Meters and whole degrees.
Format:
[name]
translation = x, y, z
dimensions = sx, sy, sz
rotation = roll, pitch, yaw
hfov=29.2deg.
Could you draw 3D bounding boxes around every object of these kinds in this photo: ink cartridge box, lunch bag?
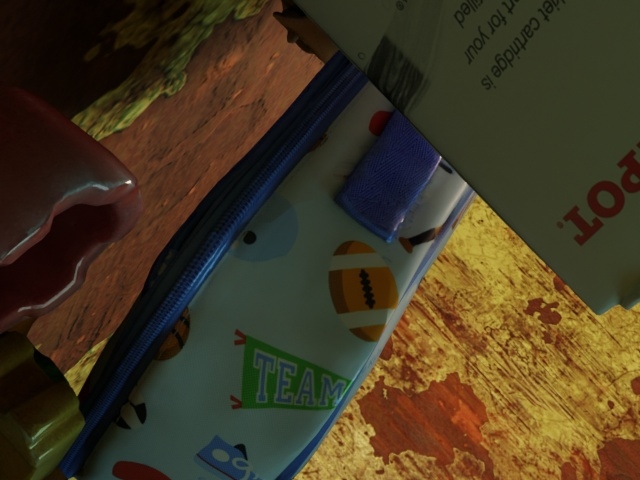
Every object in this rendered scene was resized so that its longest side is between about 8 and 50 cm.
[ink cartridge box]
translation = 0.086, -0.149, 0.444
dimensions = 0.121, 0.289, 0.211
rotation = -34, 168, -42
[lunch bag]
translation = 0.000, 0.000, 0.617
dimensions = 0.303, 0.115, 0.243
rotation = -55, 179, -45

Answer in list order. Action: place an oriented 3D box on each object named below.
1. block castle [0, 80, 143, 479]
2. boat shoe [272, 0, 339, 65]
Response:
[block castle]
translation = -0.253, 0.117, 0.477
dimensions = 0.303, 0.213, 0.453
rotation = -36, 169, -39
[boat shoe]
translation = 0.023, -0.166, 0.737
dimensions = 0.110, 0.122, 0.341
rotation = -3, 156, -9
